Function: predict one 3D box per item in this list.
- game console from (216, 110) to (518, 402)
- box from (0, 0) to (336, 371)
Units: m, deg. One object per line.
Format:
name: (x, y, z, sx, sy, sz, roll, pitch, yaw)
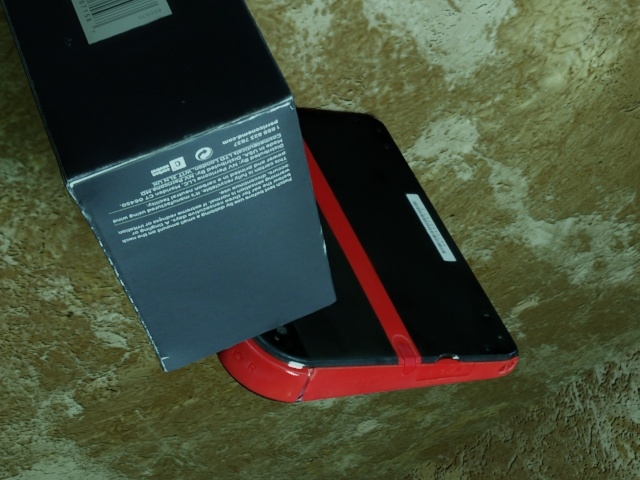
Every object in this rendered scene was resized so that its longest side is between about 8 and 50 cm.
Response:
game console: (0.000, 0.000, 1.286, 0.342, 0.387, 0.060, 1, 137, -36)
box: (-0.142, -0.119, 1.053, 0.179, 0.343, 0.312, -22, 149, -7)
